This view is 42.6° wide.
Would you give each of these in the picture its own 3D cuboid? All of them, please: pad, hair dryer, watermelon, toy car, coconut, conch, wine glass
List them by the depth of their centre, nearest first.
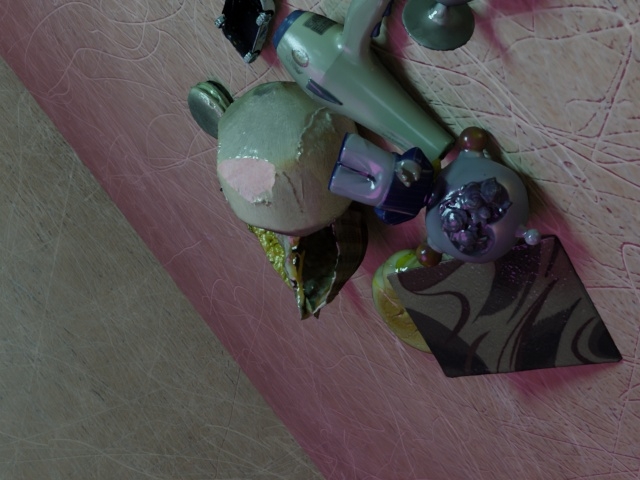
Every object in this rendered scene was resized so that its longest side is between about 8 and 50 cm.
[{"bbox_3d":[0.149,-0.298,0.876,0.093,0.093,0.202,48,161,14],"label":"wine glass"},{"bbox_3d":[0.097,-0.230,1.118,0.296,0.119,0.298,51,147,-11],"label":"hair dryer"},{"bbox_3d":[0.266,0.114,1.251,0.330,0.004,0.220,-18,109,48],"label":"pad"},{"bbox_3d":[-0.056,-0.143,1.344,0.245,0.245,0.247,33,154,43],"label":"coconut"},{"bbox_3d":[-0.121,-0.375,1.369,0.095,0.056,0.205,51,155,6],"label":"toy car"},{"bbox_3d":[0.011,-0.005,1.526,0.210,0.159,0.291,-6,93,46],"label":"conch"},{"bbox_3d":[-0.085,-0.015,1.759,0.301,0.129,0.123,55,157,9],"label":"watermelon"}]

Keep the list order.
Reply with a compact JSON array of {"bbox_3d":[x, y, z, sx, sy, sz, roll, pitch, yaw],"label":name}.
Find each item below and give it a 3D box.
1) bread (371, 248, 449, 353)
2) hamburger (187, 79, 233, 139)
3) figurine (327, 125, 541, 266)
[{"bbox_3d":[0.181,0.105,1.424,0.213,0.105,0.213,38,149,28],"label":"bread"},{"bbox_3d":[-0.226,-0.278,1.736,0.133,0.062,0.140,50,157,-4],"label":"hamburger"},{"bbox_3d":[0.153,-0.070,1.093,0.274,0.194,0.133,39,-166,-9],"label":"figurine"}]
